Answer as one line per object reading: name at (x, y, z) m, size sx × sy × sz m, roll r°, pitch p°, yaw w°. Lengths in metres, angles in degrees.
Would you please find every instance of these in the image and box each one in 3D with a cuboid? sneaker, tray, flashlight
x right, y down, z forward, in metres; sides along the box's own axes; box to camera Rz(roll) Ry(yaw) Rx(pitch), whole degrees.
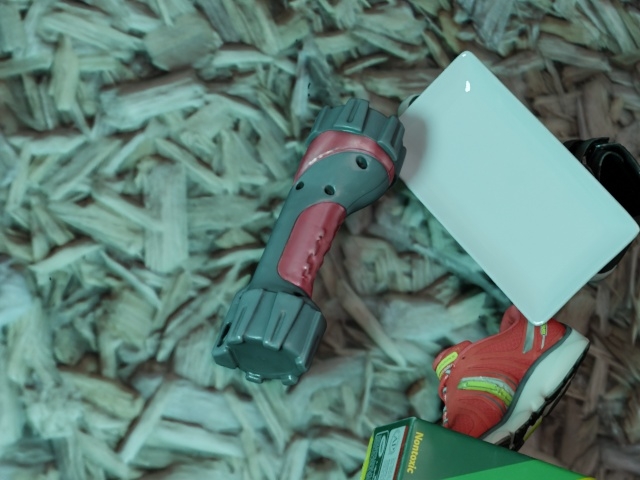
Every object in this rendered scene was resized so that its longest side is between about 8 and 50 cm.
sneaker at (0.227, -0.087, 1.629) m, size 0.295 × 0.147 × 0.104 m, roll 37°, pitch 55°, yaw -2°
tray at (0.187, -0.054, 1.565) m, size 0.270 × 0.145 × 0.030 m, roll 50°, pitch 11°, yaw 23°
sneaker at (0.150, 0.161, 1.497) m, size 0.118 × 0.107 × 0.279 m, roll 34°, pitch 48°, yaw 18°
flashlight at (0.000, 0.000, 1.495) m, size 0.103 × 0.103 × 0.304 m, roll 30°, pitch 52°, yaw -12°

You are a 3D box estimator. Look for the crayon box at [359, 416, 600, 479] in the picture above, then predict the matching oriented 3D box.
crayon box at (0.158, 0.371, 1.302) m, size 0.313 × 0.106 × 0.363 m, roll 20°, pitch 72°, yaw -14°
